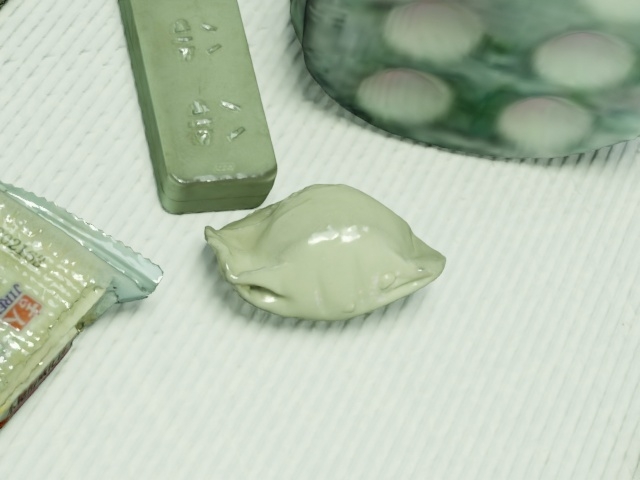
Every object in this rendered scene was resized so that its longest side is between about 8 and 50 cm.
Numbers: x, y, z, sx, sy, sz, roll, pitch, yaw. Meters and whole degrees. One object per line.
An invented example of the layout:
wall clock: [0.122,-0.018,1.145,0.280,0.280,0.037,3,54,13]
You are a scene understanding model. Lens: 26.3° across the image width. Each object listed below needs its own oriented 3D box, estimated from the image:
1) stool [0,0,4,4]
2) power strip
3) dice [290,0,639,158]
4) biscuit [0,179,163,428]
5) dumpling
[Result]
stool: [-0.330,-0.369,1.086,0.310,0.226,0.310,31,59,3]
power strip: [-0.109,-0.158,1.126,0.093,0.053,0.288,-6,64,-18]
dice: [0.166,-0.282,1.111,0.330,0.328,0.348,15,58,-6]
biscuit: [-0.263,0.085,0.928,0.186,0.079,0.309,35,57,6]
dumpling: [0.002,0.001,1.053,0.169,0.100,0.134,-18,28,-1]
